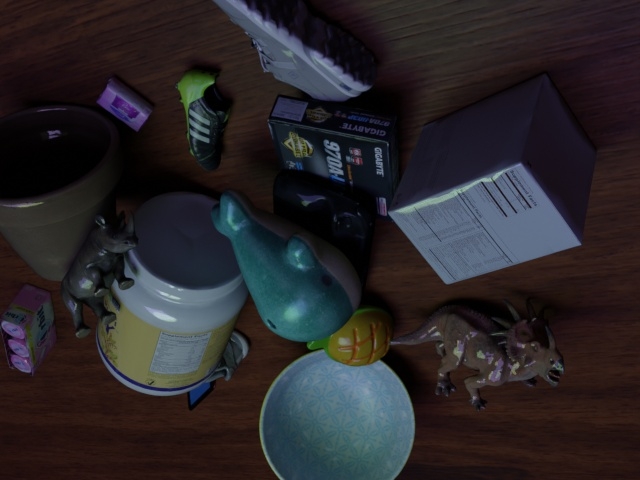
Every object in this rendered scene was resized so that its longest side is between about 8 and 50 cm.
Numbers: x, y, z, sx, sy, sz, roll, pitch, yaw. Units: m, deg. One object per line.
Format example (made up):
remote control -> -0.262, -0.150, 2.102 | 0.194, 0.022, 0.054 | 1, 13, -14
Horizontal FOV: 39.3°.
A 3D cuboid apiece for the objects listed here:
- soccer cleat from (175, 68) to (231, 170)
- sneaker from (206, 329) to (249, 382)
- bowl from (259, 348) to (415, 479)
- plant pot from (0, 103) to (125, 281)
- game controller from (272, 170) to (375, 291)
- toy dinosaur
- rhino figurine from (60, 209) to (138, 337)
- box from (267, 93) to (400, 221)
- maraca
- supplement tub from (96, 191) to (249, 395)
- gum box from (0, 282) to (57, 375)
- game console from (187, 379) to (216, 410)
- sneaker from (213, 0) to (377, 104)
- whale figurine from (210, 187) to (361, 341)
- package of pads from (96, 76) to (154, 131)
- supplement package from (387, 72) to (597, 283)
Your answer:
soccer cleat -> -0.171, -0.180, 1.381 | 0.072, 0.060, 0.179 | 6, 132, 18
sneaker -> -0.262, 0.204, 1.754 | 0.229, 0.132, 0.086 | 24, 138, 1
bowl -> 0.032, 0.336, 1.708 | 0.289, 0.289, 0.156 | 26, -179, -1
plant pot -> -0.439, -0.059, 1.474 | 0.263, 0.263, 0.229 | 10, 134, 16
game controller -> 0.000, 0.000, 1.440 | 0.166, 0.067, 0.319 | 31, 155, 14
toy dinosaur -> 0.268, 0.164, 1.480 | 0.296, 0.127, 0.200 | 21, 132, 23
rhino figurine -> -0.341, 0.038, 1.395 | 0.106, 0.073, 0.243 | 56, 131, 26
box -> 0.026, -0.117, 1.311 | 0.175, 0.051, 0.220 | 13, 154, 13
maraca -> 0.054, 0.161, 1.561 | 0.186, 0.099, 0.127 | 23, 108, -43
supplement tub -> -0.256, 0.097, 1.565 | 0.241, 0.241, 0.331 | 25, 138, 0
gum box -> -0.631, 0.197, 1.943 | 0.062, 0.107, 0.188 | 19, 138, 7
game console -> -0.280, 0.269, 1.864 | 0.124, 0.085, 0.144 | 34, 137, -10
sneaker -> -0.063, -0.270, 1.203 | 0.281, 0.105, 0.115 | 38, 136, -15
whale figurine -> -0.070, 0.045, 1.360 | 0.272, 0.141, 0.216 | 42, 156, -5
package of pads -> -0.311, -0.217, 1.429 | 0.083, 0.032, 0.050 | 37, 138, -12
supplement package -> 0.232, -0.078, 1.189 | 0.203, 0.194, 0.149 | -20, 122, 39
